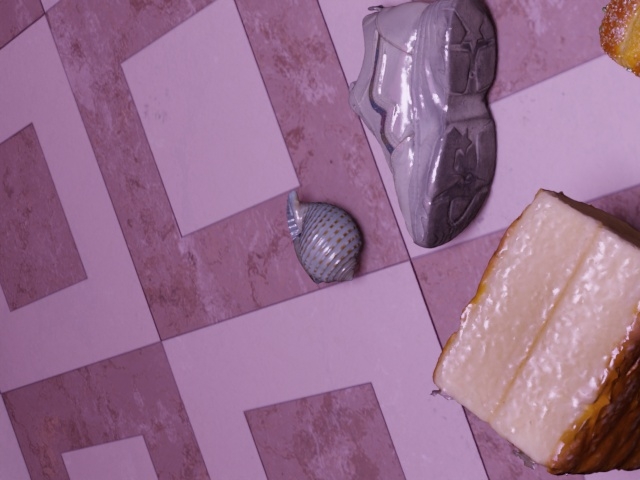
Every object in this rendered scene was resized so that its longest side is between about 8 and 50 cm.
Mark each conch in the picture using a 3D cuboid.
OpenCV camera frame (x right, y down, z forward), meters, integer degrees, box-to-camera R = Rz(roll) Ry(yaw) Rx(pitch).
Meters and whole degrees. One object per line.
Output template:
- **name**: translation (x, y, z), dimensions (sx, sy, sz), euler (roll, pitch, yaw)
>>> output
- **conch**: translation (0.007, 0.001, 1.758), dimensions (0.135, 0.102, 0.153), euler (115, 145, -54)

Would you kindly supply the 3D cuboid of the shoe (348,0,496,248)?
- **shoe**: translation (0.126, -0.167, 1.575), dimensions (0.211, 0.132, 0.341), euler (16, 110, 45)

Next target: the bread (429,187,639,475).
- **bread**: translation (0.312, 0.108, 1.331), dimensions (0.207, 0.279, 0.279), euler (33, 106, 36)

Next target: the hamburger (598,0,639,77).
- **hamburger**: translation (0.388, -0.255, 1.298), dimensions (0.137, 0.087, 0.166), euler (41, 136, 17)
